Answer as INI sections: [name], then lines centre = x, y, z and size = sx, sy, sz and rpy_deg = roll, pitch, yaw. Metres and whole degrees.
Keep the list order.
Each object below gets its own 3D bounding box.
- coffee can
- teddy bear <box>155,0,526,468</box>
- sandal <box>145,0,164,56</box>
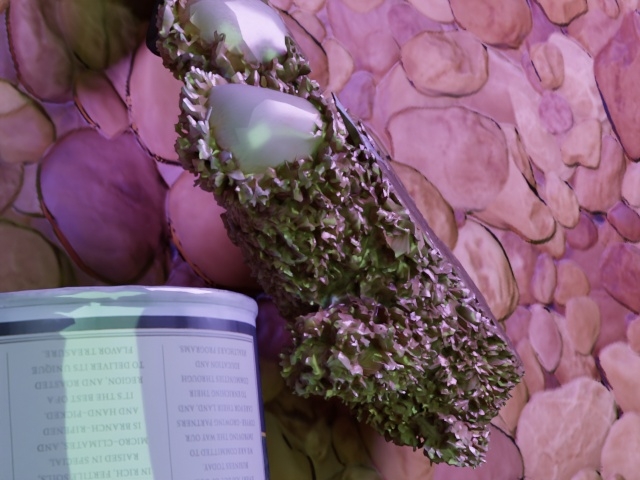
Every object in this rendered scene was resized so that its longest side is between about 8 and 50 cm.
[coffee can]
centre = -0.116, 0.171, 0.677
size = 0.201, 0.201, 0.275
rpy_deg = 3, 78, -40
[teddy bear]
centre = 0.000, 0.000, 0.838
size = 0.245, 0.113, 0.338
rpy_deg = 62, 8, 30
[sandal]
centre = -0.089, -0.210, 0.875
size = 0.060, 0.090, 0.219
rpy_deg = 9, 77, -18
